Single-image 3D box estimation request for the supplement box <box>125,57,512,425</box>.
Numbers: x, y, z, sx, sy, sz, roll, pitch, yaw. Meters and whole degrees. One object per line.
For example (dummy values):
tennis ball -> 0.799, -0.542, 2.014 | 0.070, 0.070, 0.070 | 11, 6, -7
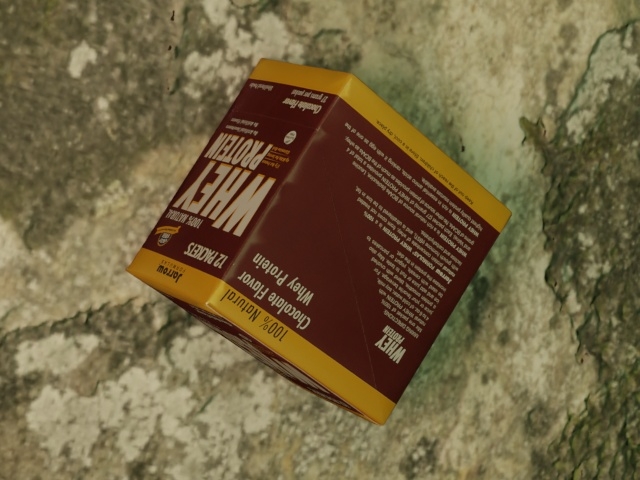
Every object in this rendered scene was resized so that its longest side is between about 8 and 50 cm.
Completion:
supplement box -> 0.000, 0.000, 1.210 | 0.191, 0.129, 0.194 | 37, 80, -33
